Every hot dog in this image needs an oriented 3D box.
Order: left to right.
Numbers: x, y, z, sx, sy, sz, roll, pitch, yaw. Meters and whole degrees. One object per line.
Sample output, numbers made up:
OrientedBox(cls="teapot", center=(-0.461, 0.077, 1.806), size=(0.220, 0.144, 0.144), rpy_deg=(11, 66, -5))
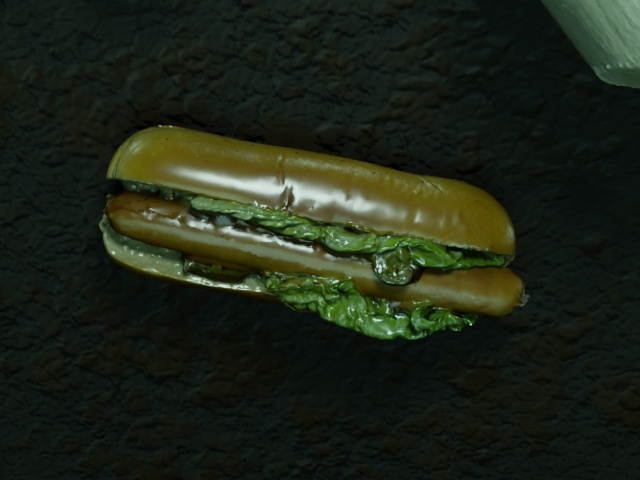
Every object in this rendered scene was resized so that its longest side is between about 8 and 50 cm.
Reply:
OrientedBox(cls="hot dog", center=(0.000, 0.000, 1.355), size=(0.337, 0.100, 0.135), rpy_deg=(11, 122, -4))

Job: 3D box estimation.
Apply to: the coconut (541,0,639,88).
OrientedBox(cls="coconut", center=(0.243, -0.212, 1.127), size=(0.237, 0.237, 0.266), rpy_deg=(-29, 117, 20))
